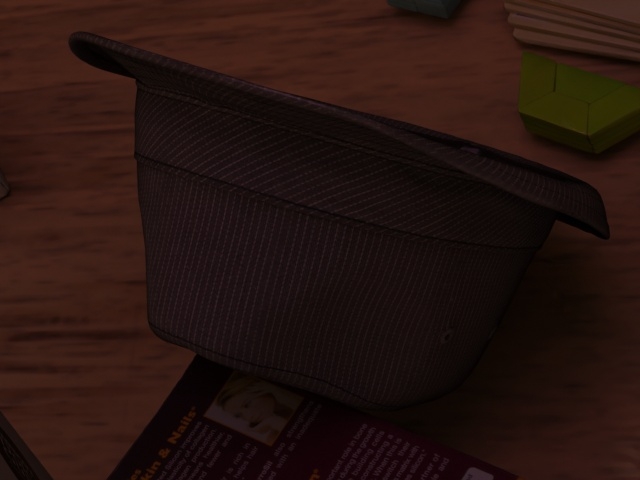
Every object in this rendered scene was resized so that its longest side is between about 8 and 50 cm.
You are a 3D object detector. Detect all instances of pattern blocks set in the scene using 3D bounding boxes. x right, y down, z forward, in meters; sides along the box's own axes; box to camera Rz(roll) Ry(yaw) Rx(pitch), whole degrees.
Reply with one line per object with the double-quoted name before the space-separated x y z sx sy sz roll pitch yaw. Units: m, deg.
"pattern blocks set" 0.208 -0.157 0.905 0.325 0.026 0.285 31 69 38

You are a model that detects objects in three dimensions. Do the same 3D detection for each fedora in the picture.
"fedora" 0.000 0.000 0.737 0.244 0.275 0.124 18 96 23

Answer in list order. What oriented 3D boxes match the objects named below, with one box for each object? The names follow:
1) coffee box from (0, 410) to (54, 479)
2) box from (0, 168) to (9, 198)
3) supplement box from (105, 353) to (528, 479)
"coffee box" -0.201 0.231 0.497 0.338 0.337 0.334 -34 27 -5
"box" -0.309 -0.040 0.971 0.203 0.114 0.103 -31 48 -5
"supplement box" 0.002 0.134 0.719 0.188 0.081 0.104 19 63 33
